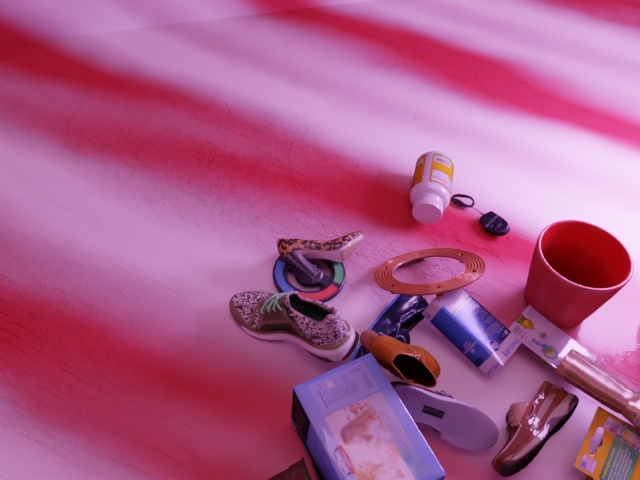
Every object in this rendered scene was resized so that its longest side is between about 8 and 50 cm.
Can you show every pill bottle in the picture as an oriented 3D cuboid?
[{"bbox_3d":[0.381,-0.179,2.135,0.136,0.136,0.246,12,51,6],"label":"pill bottle"}]

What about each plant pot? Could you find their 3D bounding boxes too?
[{"bbox_3d":[0.739,0.114,1.844,0.274,0.243,0.275,3,49,-4],"label":"plant pot"},{"bbox_3d":[-0.087,0.617,1.448,0.165,0.167,0.167,-19,54,-9],"label":"plant pot"}]

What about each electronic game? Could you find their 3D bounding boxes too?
[{"bbox_3d":[-0.035,0.103,1.935,0.229,0.048,0.229,2,50,-3],"label":"electronic game"}]

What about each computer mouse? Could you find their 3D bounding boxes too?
[{"bbox_3d":[0.549,-0.088,2.141,0.071,0.041,0.242,-40,57,-11],"label":"computer mouse"}]

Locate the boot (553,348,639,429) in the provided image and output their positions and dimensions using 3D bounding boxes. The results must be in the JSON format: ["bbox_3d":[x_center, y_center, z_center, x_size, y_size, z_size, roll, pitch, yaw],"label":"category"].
[{"bbox_3d":[0.793,0.386,1.686,0.269,0.089,0.236,35,23,25],"label":"boot"}]

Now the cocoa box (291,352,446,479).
[{"bbox_3d":[0.100,0.499,1.503,0.231,0.228,0.347,-20,55,-19],"label":"cocoa box"}]

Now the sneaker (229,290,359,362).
[{"bbox_3d":[-0.087,0.190,1.750,0.410,0.182,0.158,13,46,26],"label":"sneaker"}]

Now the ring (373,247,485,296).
[{"bbox_3d":[0.328,0.098,1.876,0.336,0.032,0.337,-10,19,4],"label":"ring"}]

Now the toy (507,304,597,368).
[{"bbox_3d":[0.662,0.309,1.802,0.237,0.056,0.137,42,54,17],"label":"toy"}]

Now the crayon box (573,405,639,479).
[{"bbox_3d":[0.809,0.596,1.564,0.322,0.083,0.203,30,55,19],"label":"crayon box"}]

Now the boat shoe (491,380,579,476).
[{"bbox_3d":[0.543,0.485,1.626,0.324,0.123,0.120,-28,52,-34],"label":"boat shoe"}]

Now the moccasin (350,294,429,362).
[{"bbox_3d":[0.210,0.260,1.767,0.116,0.138,0.342,34,57,16],"label":"moccasin"}]

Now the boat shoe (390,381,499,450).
[{"bbox_3d":[0.315,0.453,1.632,0.306,0.105,0.113,17,94,0],"label":"boat shoe"}]

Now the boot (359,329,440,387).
[{"bbox_3d":[0.245,0.334,1.602,0.104,0.295,0.211,-59,26,-1],"label":"boot"}]

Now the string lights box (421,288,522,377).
[{"bbox_3d":[0.433,0.250,1.779,0.259,0.077,0.133,45,46,15],"label":"string lights box"}]

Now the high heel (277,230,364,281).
[{"bbox_3d":[0.000,0.000,1.943,0.261,0.093,0.186,-35,61,-30],"label":"high heel"}]
